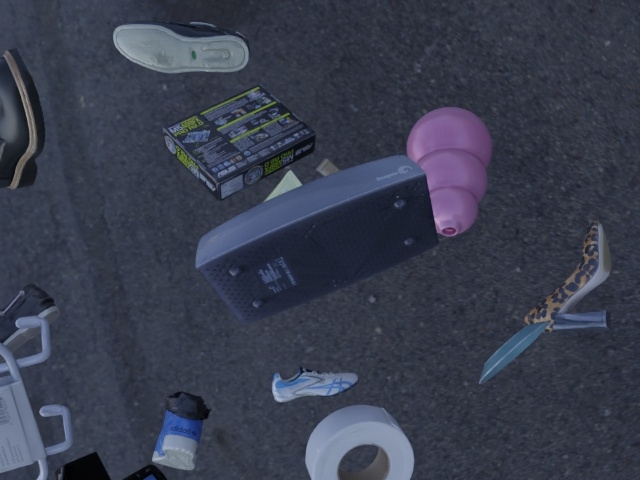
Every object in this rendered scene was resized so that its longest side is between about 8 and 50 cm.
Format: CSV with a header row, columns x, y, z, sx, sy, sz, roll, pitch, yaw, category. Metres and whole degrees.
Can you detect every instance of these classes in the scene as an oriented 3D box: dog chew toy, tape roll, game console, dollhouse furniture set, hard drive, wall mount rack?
x,y,z,sx,sy,sz,roll,pitch,yaw,category
0.305,-0.156,1.809,0.206,0.206,0.332,-19,48,33,dog chew toy
0.107,0.592,2.063,0.100,0.286,0.286,-130,60,-70,tape roll
-0.352,0.473,1.387,0.044,0.361,0.213,-31,82,5,game console
0.044,-0.104,2.096,0.161,0.182,0.101,-52,20,-1,dollhouse furniture set
0.000,0.000,0.848,0.254,0.172,0.054,-22,58,2,hard drive
-0.529,0.243,1.096,0.130,0.304,0.350,-122,27,-47,wall mount rack

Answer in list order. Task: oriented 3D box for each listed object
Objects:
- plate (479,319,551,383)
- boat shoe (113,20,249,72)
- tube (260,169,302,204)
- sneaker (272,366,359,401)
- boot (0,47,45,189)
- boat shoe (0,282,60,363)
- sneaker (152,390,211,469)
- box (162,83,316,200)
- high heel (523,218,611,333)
x,y,z,sx,sy,sz,roll,pitch,yaw,category
0.378,0.214,1.506,0.024,0.188,0.188,49,113,19,plate
-0.240,-0.342,1.329,0.079,0.233,0.084,-92,8,-53,boat shoe
-0.096,-0.012,1.280,0.240,0.070,0.062,-40,39,33,tube
-0.013,0.377,2.044,0.085,0.237,0.086,177,87,-79,sneaker
-0.351,-0.099,0.747,0.077,0.137,0.198,60,147,21,boot
-0.735,0.225,1.673,0.335,0.112,0.095,-39,79,-21,boat shoe
-0.177,0.241,0.976,0.152,0.058,0.085,117,166,-61,sneaker
-0.179,-0.225,1.698,0.216,0.270,0.060,43,149,28,box
0.543,0.078,1.693,0.186,0.093,0.261,-8,61,35,high heel
